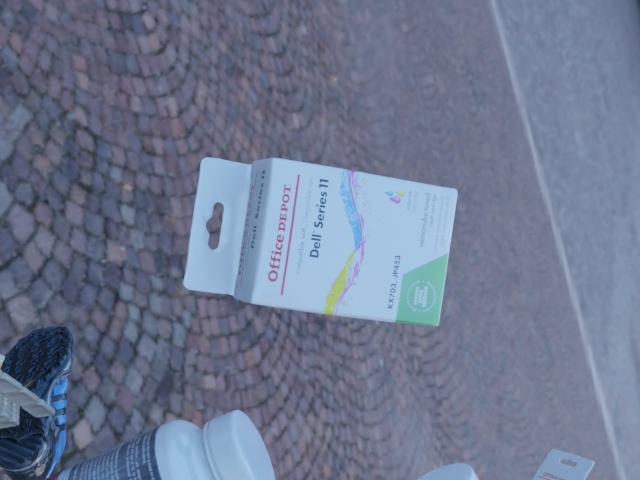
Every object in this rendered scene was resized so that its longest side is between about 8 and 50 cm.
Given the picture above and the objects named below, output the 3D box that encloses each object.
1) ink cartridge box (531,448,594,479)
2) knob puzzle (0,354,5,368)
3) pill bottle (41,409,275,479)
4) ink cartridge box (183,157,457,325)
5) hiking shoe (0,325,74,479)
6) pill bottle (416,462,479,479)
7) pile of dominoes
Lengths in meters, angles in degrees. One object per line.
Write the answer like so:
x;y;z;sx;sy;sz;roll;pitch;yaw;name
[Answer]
0.438;0.495;1.830;0.067;0.115;0.198;44;70;-29;ink cartridge box
-0.617;0.283;1.731;0.213;0.030;0.213;-2;94;-40;knob puzzle
-0.232;0.358;1.382;0.176;0.319;0.176;62;9;-16;pill bottle
0.000;0.000;1.397;0.119;0.354;0.207;-175;-87;-72;ink cartridge box
-0.467;0.274;1.616;0.304;0.113;0.132;-88;176;-49;hiking shoe
0.234;0.487;1.511;0.264;0.153;0.153;63;25;-7;pill bottle
-0.474;0.195;1.275;0.251;0.196;0.040;74;7;-63;pile of dominoes
